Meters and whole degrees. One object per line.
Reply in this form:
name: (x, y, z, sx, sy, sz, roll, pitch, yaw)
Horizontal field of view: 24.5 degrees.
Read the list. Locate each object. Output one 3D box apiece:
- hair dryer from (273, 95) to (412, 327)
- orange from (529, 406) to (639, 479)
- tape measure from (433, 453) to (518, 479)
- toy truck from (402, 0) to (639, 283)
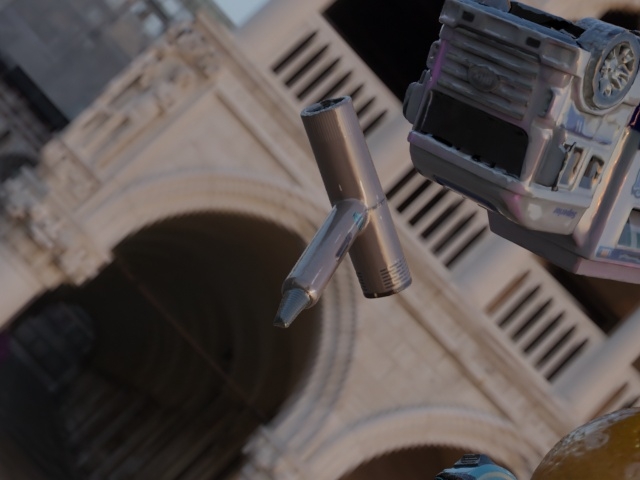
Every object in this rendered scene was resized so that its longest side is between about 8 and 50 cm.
hair dryer: (-0.005, -0.010, 1.343, 0.053, 0.220, 0.195, -10, -74, 34)
orange: (0.192, 0.184, 0.840, 0.177, 0.155, 0.178, 20, -58, 35)
tape measure: (0.169, 0.301, 1.537, 0.081, 0.125, 0.146, -14, -54, 49)
toy truck: (0.167, -0.058, 0.919, 0.124, 0.155, 0.268, 30, 14, 39)
